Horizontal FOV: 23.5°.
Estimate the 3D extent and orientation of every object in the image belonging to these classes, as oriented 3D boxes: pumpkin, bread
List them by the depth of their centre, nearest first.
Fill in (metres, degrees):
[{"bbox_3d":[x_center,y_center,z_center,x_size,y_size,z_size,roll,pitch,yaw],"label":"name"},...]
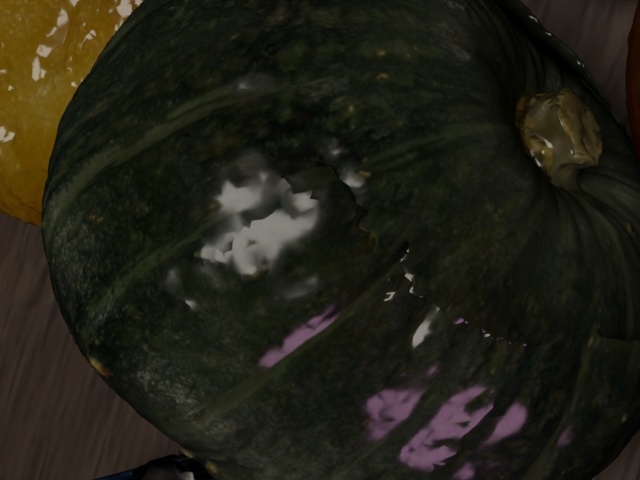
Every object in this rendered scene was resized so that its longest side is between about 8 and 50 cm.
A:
[{"bbox_3d":[0.030,-0.001,0.794,0.257,0.327,0.291,-35,39,33],"label":"pumpkin"},{"bbox_3d":[-0.146,-0.124,0.969,0.240,0.139,0.240,-1,88,25],"label":"bread"}]

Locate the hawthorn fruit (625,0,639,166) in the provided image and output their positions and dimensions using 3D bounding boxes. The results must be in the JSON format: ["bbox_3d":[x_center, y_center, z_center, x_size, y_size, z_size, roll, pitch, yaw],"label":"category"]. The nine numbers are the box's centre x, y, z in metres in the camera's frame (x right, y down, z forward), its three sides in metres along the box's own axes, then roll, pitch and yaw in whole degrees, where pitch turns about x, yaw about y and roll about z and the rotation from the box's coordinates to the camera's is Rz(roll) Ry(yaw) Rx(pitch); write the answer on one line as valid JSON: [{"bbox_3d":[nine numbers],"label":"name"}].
[{"bbox_3d":[0.285,-0.101,0.691,0.295,0.295,0.311,32,112,22],"label":"hawthorn fruit"}]

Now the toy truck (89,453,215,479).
[{"bbox_3d":[-0.059,0.188,0.935,0.208,0.113,0.126,1,91,26],"label":"toy truck"}]
